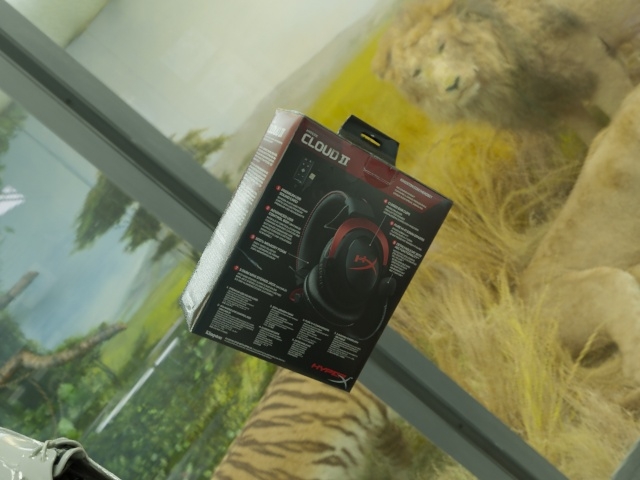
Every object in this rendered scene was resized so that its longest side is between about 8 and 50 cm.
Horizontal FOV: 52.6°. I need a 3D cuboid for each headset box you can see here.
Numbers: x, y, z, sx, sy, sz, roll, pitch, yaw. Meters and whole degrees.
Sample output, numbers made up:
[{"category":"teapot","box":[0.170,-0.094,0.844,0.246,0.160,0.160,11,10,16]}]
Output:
[{"category":"headset box","box":[0.000,0.000,0.762,0.293,0.218,0.110,-62,24,5]}]

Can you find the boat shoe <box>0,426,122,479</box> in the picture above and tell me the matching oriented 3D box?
[{"category":"boat shoe","box":[-0.324,0.290,0.795,0.096,0.267,0.088,-12,-52,-67]}]
